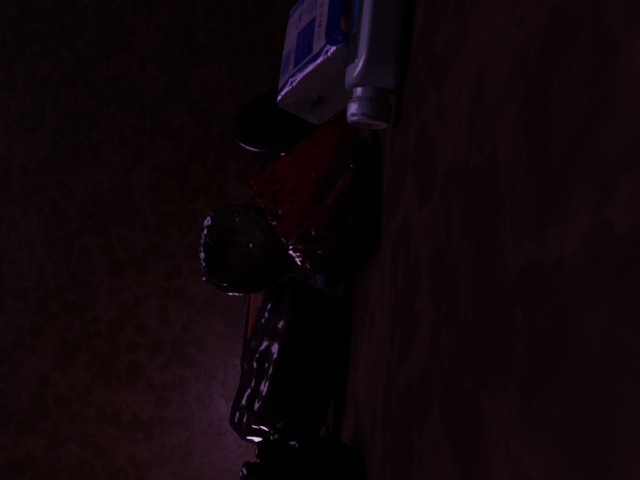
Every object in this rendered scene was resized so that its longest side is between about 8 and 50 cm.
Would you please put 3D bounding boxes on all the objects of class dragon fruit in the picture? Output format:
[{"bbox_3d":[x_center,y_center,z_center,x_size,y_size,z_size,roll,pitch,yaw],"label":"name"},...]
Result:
[{"bbox_3d":[-0.030,-0.047,1.025,0.330,0.240,0.303,-77,-14,-63],"label":"dragon fruit"}]

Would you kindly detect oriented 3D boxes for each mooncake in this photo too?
[{"bbox_3d":[-0.069,0.268,1.282,0.381,0.212,0.351,-84,17,-55],"label":"mooncake"}]

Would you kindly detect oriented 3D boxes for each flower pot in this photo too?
[{"bbox_3d":[-0.052,-0.267,1.613,0.380,0.378,0.251,-87,-13,-46],"label":"flower pot"}]

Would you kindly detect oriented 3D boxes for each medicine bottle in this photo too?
[{"bbox_3d":[0.081,-0.283,0.829,0.121,0.083,0.229,-160,75,-84],"label":"medicine bottle"}]

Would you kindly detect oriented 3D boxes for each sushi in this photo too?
[{"bbox_3d":[-0.049,0.443,0.883,0.352,0.177,0.294,100,-173,-63],"label":"sushi"}]

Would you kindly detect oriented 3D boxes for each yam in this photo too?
[{"bbox_3d":[-0.152,0.017,1.252,0.300,0.195,0.195,-17,-67,-82],"label":"yam"}]

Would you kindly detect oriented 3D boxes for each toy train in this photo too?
[{"bbox_3d":[0.000,0.000,1.388,0.159,0.101,0.249,-113,9,-68],"label":"toy train"}]

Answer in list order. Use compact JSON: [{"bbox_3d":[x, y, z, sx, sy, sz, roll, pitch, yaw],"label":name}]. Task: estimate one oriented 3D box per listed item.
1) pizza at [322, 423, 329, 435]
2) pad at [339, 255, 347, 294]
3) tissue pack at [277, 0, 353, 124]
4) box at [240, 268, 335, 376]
[{"bbox_3d":[-0.036,0.690,1.376,0.435,0.080,0.392,98,177,-56],"label":"pizza"},{"bbox_3d":[0.046,0.021,1.329,0.211,0.003,0.143,-92,-10,-64],"label":"pad"},{"bbox_3d":[0.027,-0.381,1.087,0.209,0.137,0.270,-30,45,41],"label":"tissue pack"},{"bbox_3d":[-0.102,0.266,1.741,0.349,0.256,0.319,-102,17,-81],"label":"box"}]
